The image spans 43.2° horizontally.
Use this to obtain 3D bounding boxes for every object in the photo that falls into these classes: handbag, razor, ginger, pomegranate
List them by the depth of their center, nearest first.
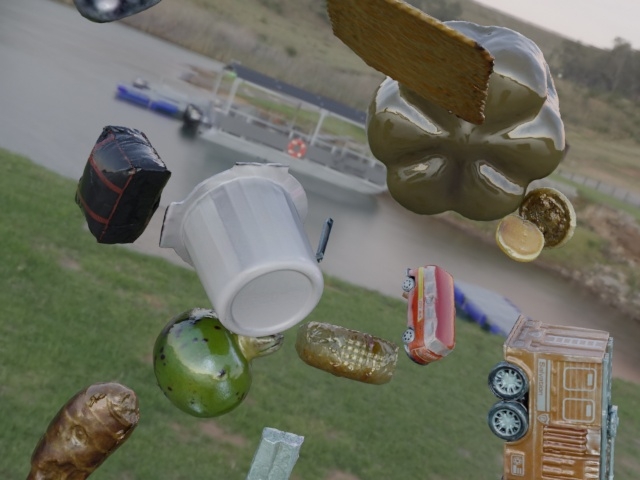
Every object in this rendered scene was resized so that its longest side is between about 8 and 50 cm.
[{"bbox_3d":[-0.181,0.204,1.429,0.202,0.248,0.202,63,7,-14],"label":"pomegranate"},{"bbox_3d":[-0.415,-0.116,1.677,0.155,0.215,0.169,3,39,-46],"label":"handbag"},{"bbox_3d":[0.003,0.005,1.898,0.033,0.066,0.190,58,28,-23],"label":"razor"},{"bbox_3d":[-0.611,0.495,2.077,0.176,0.418,0.254,37,17,-14],"label":"ginger"}]

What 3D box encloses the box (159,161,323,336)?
[{"bbox_3d":[-0.105,0.046,1.360,0.291,0.262,0.206,56,6,-48],"label":"box"}]

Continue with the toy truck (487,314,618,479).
[{"bbox_3d":[0.324,0.270,1.116,0.162,0.305,0.136,3,14,24],"label":"toy truck"}]

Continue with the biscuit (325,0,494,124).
[{"bbox_3d":[0.104,-0.235,0.992,0.237,0.013,0.232,33,-6,13],"label":"biscuit"}]

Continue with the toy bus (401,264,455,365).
[{"bbox_3d":[0.194,0.129,1.422,0.077,0.174,0.079,-22,-39,37],"label":"toy bus"}]

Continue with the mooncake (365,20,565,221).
[{"bbox_3d":[0.344,-0.279,1.935,0.467,0.467,0.262,22,32,-1],"label":"mooncake"}]

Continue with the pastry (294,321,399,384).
[{"bbox_3d":[0.048,0.215,1.536,0.193,0.093,0.182,17,-6,-11],"label":"pastry"}]

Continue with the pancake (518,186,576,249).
[{"bbox_3d":[0.545,-0.052,1.951,0.028,0.158,0.158,-11,32,-43],"label":"pancake"}]

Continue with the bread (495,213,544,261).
[{"bbox_3d":[0.417,-0.005,1.693,0.110,0.110,0.024,22,-28,-1],"label":"bread"}]

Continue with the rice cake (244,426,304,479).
[{"bbox_3d":[-0.103,0.453,1.495,0.085,0.226,0.040,21,10,1],"label":"rice cake"}]

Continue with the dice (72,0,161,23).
[{"bbox_3d":[-0.352,-0.483,1.323,0.181,0.183,0.182,73,-9,-53],"label":"dice"}]

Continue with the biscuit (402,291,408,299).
[{"bbox_3d":[0.207,0.129,1.640,0.091,0.015,0.078,30,-1,13],"label":"biscuit"}]
